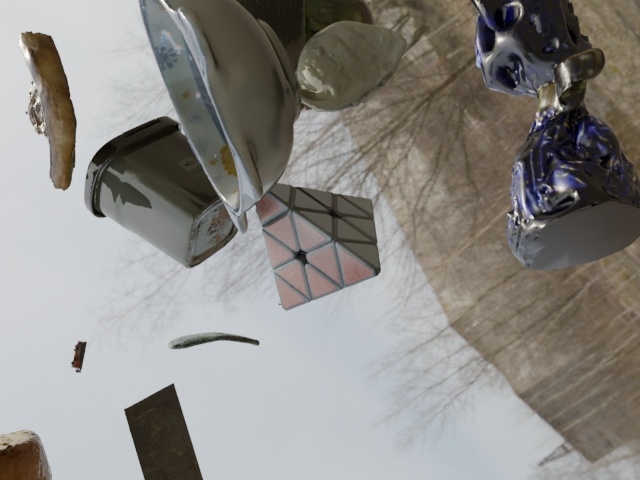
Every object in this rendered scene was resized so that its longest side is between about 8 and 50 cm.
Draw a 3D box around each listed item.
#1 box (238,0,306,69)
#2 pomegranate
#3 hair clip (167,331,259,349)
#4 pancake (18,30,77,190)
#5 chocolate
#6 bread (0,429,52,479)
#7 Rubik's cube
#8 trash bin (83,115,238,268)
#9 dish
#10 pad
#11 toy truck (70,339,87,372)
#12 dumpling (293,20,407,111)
[{"bbox_3d":[-0.128,-0.368,0.949,0.143,0.184,0.273,51,155,37],"label":"box"},{"bbox_3d":[-0.006,-0.369,1.163,0.214,0.248,0.214,10,-162,-3],"label":"pomegranate"},{"bbox_3d":[-0.267,0.251,1.520,0.066,0.229,0.036,-156,67,-76],"label":"hair clip"},{"bbox_3d":[-0.480,-0.244,1.062,0.056,0.212,0.257,-15,-128,-39],"label":"pancake"},{"bbox_3d":[0.228,-0.150,0.602,0.148,0.126,0.343,117,151,-64],"label":"chocolate"},{"bbox_3d":[-0.530,0.383,0.851,0.340,0.179,0.194,-1,-100,-36],"label":"bread"},{"bbox_3d":[-0.002,0.002,1.233,0.229,0.233,0.228,63,-160,-73],"label":"Rubik's cube"},{"bbox_3d":[-0.296,-0.091,1.197,0.250,0.219,0.220,35,-133,15],"label":"trash bin"},{"bbox_3d":[-0.068,-0.118,0.518,0.236,0.086,0.228,30,143,66],"label":"dish"},{"bbox_3d":[-0.405,0.593,1.633,0.247,0.007,0.368,-8,-99,-73],"label":"pad"},{"bbox_3d":[-0.631,0.303,1.577,0.032,0.024,0.083,16,-108,-27],"label":"toy truck"},{"bbox_3d":[0.036,-0.248,0.902,0.092,0.176,0.150,101,170,-65],"label":"dumpling"}]
